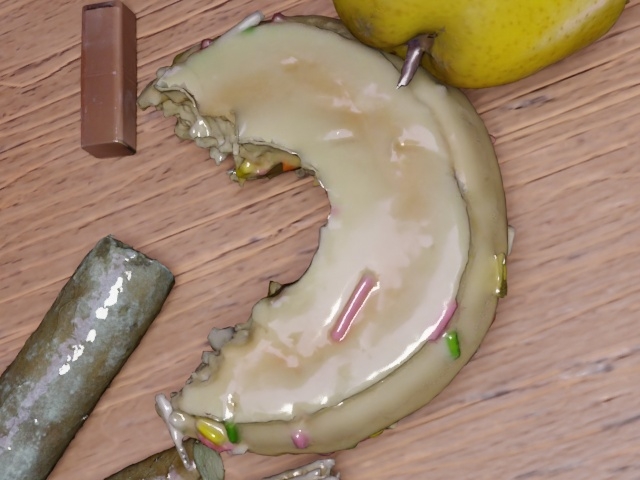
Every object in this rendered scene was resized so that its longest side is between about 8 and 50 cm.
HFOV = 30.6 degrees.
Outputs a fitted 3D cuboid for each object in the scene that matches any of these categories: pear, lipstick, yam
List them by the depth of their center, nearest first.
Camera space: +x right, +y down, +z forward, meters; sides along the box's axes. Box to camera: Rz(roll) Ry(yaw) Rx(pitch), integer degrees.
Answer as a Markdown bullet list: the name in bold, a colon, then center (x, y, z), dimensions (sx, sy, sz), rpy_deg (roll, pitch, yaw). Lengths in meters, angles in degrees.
- **pear**: center (0.091, -0.211, 0.897), dimensions (0.267, 0.267, 0.178), rpy_deg (33, 58, 20)
- **yam**: center (-0.203, 0.245, 1.022), dimensions (0.253, 0.061, 0.061), rpy_deg (-27, 71, 7)
- **yam**: center (-0.231, 0.116, 1.047), dimensions (0.093, 0.093, 0.259), rpy_deg (33, 86, 20)
- **lipstick**: center (-0.204, -0.155, 1.132), dimensions (0.045, 0.045, 0.145), rpy_deg (-5, 76, 13)

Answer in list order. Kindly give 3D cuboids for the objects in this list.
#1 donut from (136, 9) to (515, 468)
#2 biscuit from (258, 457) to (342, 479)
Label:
- **donut**: center (0.006, -0.009, 0.981), dimensions (0.307, 0.150, 0.371), rpy_deg (-10, 74, 12)
- **biscuit**: center (-0.071, 0.259, 0.962), dimensions (0.239, 0.062, 0.108), rpy_deg (-18, 117, 11)
